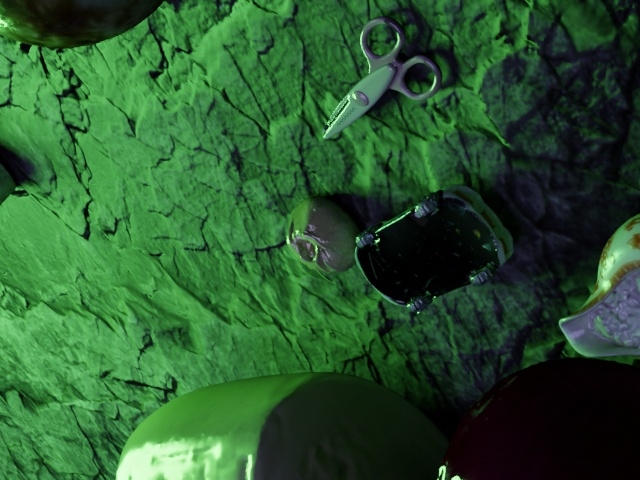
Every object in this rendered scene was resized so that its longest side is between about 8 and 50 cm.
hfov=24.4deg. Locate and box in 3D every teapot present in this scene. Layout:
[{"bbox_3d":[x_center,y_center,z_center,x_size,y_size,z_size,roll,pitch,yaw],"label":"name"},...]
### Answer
[{"bbox_3d":[0.302,0.042,1.148,0.245,0.116,0.159,-19,98,58],"label":"teapot"}]

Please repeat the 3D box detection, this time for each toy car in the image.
[{"bbox_3d":[0.102,0.007,1.388,0.095,0.056,0.205,50,151,-6],"label":"toy car"}]

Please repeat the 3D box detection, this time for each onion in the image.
[{"bbox_3d":[0.235,0.234,1.221,0.336,0.282,0.260,38,177,32],"label":"onion"}]

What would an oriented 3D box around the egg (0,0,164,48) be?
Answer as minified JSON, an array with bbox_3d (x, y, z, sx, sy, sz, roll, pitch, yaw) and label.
[{"bbox_3d":[-0.232,-0.284,1.289,0.238,0.238,0.289,55,160,-13],"label":"egg"}]

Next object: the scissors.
[{"bbox_3d":[0.043,-0.135,1.331,0.085,0.022,0.176,45,145,-4],"label":"scissors"}]

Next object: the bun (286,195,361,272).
[{"bbox_3d":[0.000,0.000,1.499,0.086,0.055,0.086,29,144,24],"label":"bun"}]

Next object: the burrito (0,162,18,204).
[{"bbox_3d":[-0.446,-0.059,1.896,0.074,0.118,0.044,52,152,-23],"label":"burrito"}]

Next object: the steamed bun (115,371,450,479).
[{"bbox_3d":[0.019,0.349,1.646,0.371,0.290,0.456,-13,106,51],"label":"steamed bun"}]
